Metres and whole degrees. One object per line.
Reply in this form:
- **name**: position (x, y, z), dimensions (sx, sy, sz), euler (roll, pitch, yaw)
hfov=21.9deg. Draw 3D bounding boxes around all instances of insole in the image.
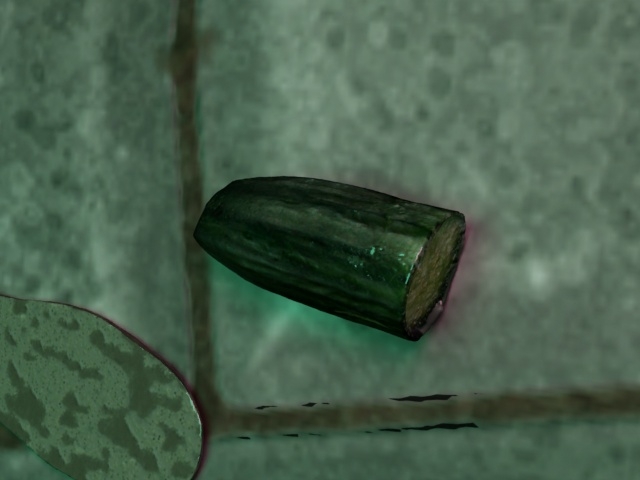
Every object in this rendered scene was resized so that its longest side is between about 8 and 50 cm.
- **insole**: position (-0.123, 0.051, 0.673), dimensions (0.193, 0.006, 0.065), euler (19, 98, 30)

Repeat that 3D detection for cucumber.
- **cucumber**: position (0.000, 0.000, 0.580), dimensions (0.105, 0.048, 0.048), euler (16, 96, 32)
